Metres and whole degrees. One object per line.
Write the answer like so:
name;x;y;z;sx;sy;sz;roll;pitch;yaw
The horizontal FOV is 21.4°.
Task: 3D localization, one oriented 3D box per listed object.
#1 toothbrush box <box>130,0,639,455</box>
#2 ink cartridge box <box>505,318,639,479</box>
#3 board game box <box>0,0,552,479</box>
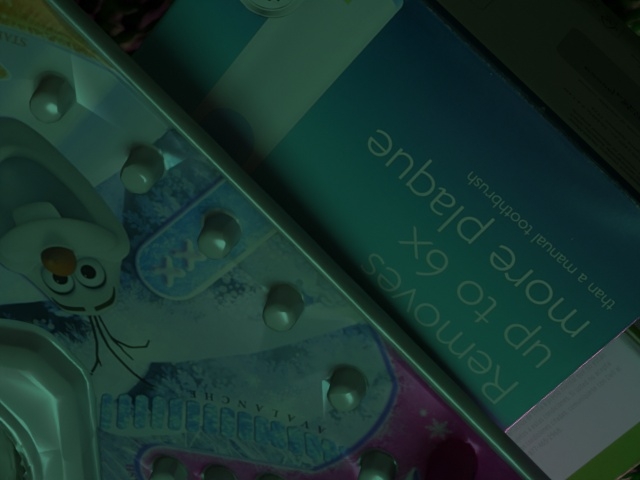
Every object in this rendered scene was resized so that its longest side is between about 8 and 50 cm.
toothbrush box;0.000;0.000;0.739;0.216;0.126;0.295;44;125;-1
ink cartridge box;0.058;0.023;0.865;0.255;0.097;0.189;45;129;3
board game box;-0.159;0.093;0.722;0.390;0.050;0.390;45;122;-12
